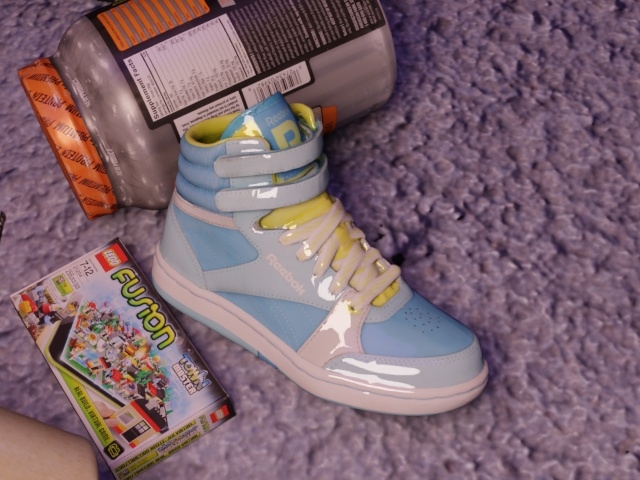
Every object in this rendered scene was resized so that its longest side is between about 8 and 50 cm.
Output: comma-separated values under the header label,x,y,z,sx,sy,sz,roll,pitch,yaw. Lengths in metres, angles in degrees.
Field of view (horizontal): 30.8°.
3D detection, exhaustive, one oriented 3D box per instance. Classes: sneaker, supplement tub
label,x,y,z,sx,sy,sz,roll,pitch,yaw
sneaker,0.000,0.000,0.935,0.319,0.208,0.127,22,33,22
supplement tub,-0.105,-0.152,1.083,0.316,0.194,0.194,-26,55,-11

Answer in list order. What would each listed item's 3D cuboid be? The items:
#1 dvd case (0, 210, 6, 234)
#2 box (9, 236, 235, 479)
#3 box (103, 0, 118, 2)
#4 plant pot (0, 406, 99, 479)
label,x,y,z,sx,sy,sz,roll,pitch,yaw
dvd case,-0.350,0.023,1.098,0.087,0.013,0.120,-3,54,5
box,-0.174,0.098,1.005,0.114,0.036,0.207,-31,56,-15
box,-0.311,-0.499,1.355,0.293,0.212,0.396,12,57,16
plant pot,-0.323,0.205,0.762,0.305,0.334,0.334,18,52,-18
